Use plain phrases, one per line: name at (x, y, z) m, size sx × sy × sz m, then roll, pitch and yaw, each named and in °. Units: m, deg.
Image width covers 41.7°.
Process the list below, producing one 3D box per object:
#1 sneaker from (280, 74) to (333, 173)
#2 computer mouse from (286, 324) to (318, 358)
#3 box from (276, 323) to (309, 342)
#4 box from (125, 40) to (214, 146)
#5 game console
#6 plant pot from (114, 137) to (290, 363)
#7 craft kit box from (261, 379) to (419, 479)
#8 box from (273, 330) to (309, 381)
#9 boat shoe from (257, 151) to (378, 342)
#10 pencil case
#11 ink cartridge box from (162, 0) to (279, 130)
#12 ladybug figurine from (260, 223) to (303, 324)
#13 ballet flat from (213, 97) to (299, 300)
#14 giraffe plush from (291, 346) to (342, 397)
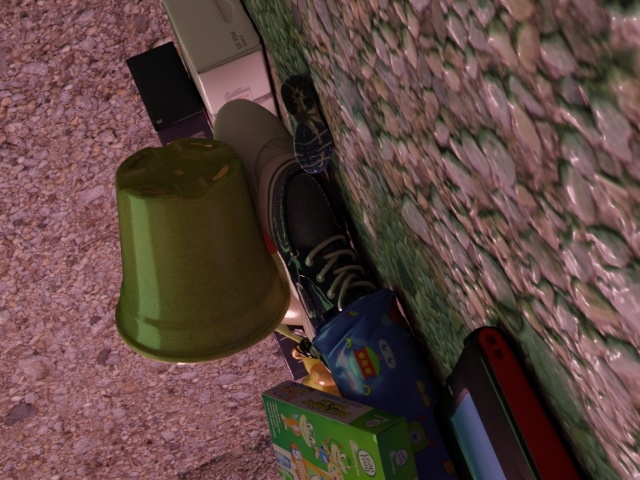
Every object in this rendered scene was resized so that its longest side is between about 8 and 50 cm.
sneaker at (-0.017, -0.156, 1.104) m, size 0.058 × 0.052 × 0.135 m, roll -103°, pitch 1°, yaw -68°
computer mouse at (0.007, 0.173, 1.725) m, size 0.184 × 0.060 × 0.262 m, roll 21°, pitch -166°, yaw -25°
box at (-0.064, 0.171, 1.860) m, size 0.232 × 0.087 × 0.058 m, roll 24°, pitch 172°, yaw 18°
box at (-0.261, -0.238, 1.495) m, size 0.158 × 0.093 × 0.156 m, roll 79°, pitch 167°, yaw -71°
game console at (0.199, 0.282, 0.807) m, size 0.386 × 0.060 × 0.342 m, roll 85°, pitch 160°, yaw -69°
plant pot at (-0.191, -0.003, 1.250) m, size 0.276 × 0.275 × 0.254 m, roll -122°, pitch 23°, yaw -52°
craft kit box at (0.035, 0.321, 1.071) m, size 0.246 × 0.061 × 0.250 m, roll 2°, pitch 108°, yaw 51°
box at (-0.048, 0.243, 2.233) m, size 0.108 × 0.153 × 0.207 m, roll -128°, pitch 17°, yaw -67°
boat shoe at (0.023, 0.038, 1.219) m, size 0.158 × 0.127 × 0.341 m, roll 28°, pitch 144°, yaw 53°
pencil case at (0.093, 0.215, 1.086) m, size 0.119 × 0.133 × 0.306 m, roll 73°, pitch 171°, yaw -82°
ink cartridge box at (-0.167, -0.296, 1.462) m, size 0.283 × 0.117 × 0.207 m, roll 78°, pitch 167°, yaw -62°
ladybug figurine at (-0.115, -0.030, 1.652) m, size 0.305 × 0.161 × 0.450 m, roll 76°, pitch 175°, yaw -61°
ballet flat at (-0.035, -0.048, 1.346) m, size 0.400 × 0.139 × 0.139 m, roll 65°, pitch 175°, yaw -28°
giraffe plush at (0.021, 0.306, 1.901) m, size 0.210 × 0.181 × 0.171 m, roll 35°, pitch 141°, yaw 44°
